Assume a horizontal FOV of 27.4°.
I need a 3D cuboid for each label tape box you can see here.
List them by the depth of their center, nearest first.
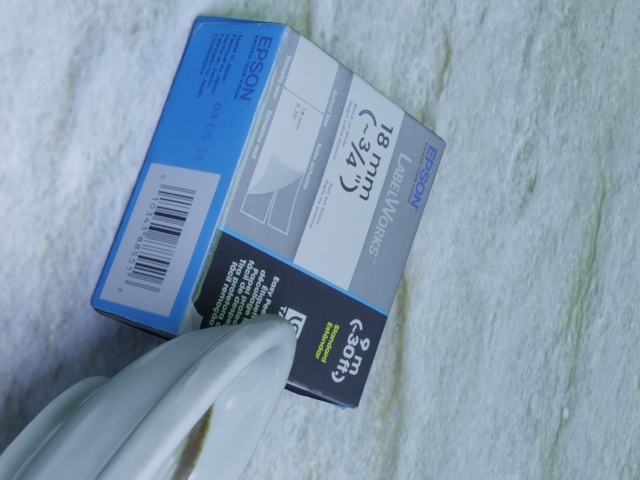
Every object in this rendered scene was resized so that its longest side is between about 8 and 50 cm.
[{"bbox_3d":[0.000,0.000,1.064,0.334,0.106,0.240,29,77,-48],"label":"label tape box"}]

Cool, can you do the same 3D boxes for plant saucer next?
[{"bbox_3d":[-0.160,0.201,0.841,0.400,0.100,0.400,-57,171,-14],"label":"plant saucer"}]
